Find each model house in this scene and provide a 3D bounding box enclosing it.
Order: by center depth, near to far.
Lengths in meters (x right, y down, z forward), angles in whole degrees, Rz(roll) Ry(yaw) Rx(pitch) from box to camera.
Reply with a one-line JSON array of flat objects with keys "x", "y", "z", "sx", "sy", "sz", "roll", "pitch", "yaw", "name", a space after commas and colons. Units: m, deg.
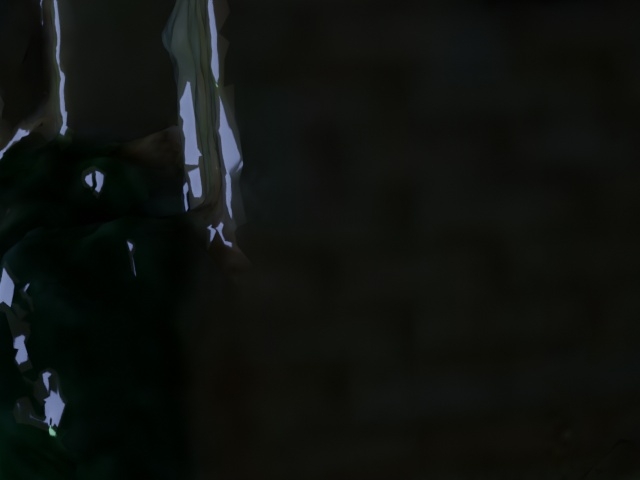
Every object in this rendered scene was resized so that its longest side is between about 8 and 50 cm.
[{"x": -0.003, "y": -0.117, "z": 0.478, "sx": 0.382, "sy": 0.334, "sz": 0.343, "roll": -129, "pitch": 37, "yaw": -70, "name": "model house"}]
